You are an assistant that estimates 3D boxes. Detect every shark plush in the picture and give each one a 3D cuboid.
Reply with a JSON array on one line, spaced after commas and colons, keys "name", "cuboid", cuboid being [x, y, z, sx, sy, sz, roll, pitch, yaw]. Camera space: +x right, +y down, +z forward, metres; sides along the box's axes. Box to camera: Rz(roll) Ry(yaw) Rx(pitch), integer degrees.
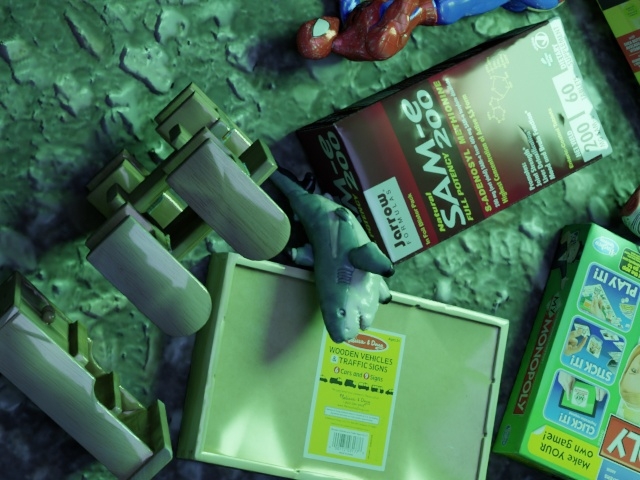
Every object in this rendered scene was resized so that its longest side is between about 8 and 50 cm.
[{"name": "shark plush", "cuboid": [0.000, 0.000, 1.528, 0.067, 0.073, 0.161, -29, 83, -10]}]

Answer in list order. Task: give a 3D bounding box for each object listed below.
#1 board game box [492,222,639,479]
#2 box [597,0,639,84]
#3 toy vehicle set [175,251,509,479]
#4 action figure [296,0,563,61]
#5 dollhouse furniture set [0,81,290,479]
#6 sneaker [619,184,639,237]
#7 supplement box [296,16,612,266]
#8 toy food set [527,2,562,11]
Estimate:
[{"name": "board game box", "cuboid": [0.320, 0.144, 1.716, 0.317, 0.046, 0.213, 25, 75, -23]}, {"name": "box", "cuboid": [0.314, -0.177, 1.704, 0.058, 0.087, 0.232, -43, 109, -49]}, {"name": "toy vehicle set", "cuboid": [0.023, 0.119, 1.571, 0.267, 0.035, 0.166, 15, 80, -25]}, {"name": "action figure", "cuboid": [0.097, -0.230, 1.592, 0.280, 0.091, 0.139, -22, 102, -20]}, {"name": "dollhouse furniture set", "cuboid": [-0.110, 0.034, 1.419, 0.242, 0.212, 0.161, -44, 106, 5]}, {"name": "sneaker", "cuboid": [0.366, -0.003, 1.705, 0.225, 0.088, 0.092, 16, 35, -24]}, {"name": "supplement box", "cuboid": [0.114, -0.082, 1.611, 0.239, 0.073, 0.130, -27, 99, -25]}, {"name": "toy food set", "cuboid": [0.186, -0.240, 1.686, 0.083, 0.020, 0.083, -3, 88, -27]}]
